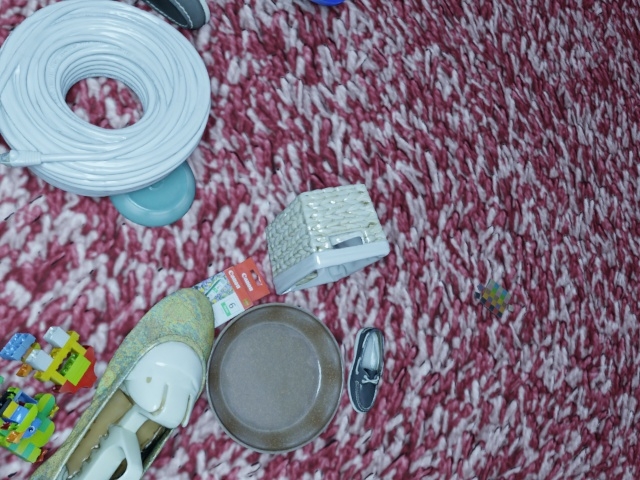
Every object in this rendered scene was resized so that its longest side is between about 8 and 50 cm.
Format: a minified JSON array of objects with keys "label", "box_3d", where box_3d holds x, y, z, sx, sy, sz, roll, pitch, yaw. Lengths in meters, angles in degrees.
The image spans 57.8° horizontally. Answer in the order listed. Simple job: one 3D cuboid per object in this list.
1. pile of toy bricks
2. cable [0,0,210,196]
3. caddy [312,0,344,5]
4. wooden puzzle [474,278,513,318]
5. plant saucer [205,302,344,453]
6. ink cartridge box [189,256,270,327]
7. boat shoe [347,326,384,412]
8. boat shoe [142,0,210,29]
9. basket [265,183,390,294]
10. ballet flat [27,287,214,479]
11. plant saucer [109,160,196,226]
[{"label":"pile of toy bricks","box_3d":[-0.339,0.206,0.643,0.105,0.118,0.212,57,42,-35]},{"label":"cable","box_3d":[-0.273,-0.179,0.735,0.257,0.089,0.257,10,69,-17]},{"label":"caddy","box_3d":[-0.041,-0.529,0.880,0.241,0.179,0.341,-33,94,-49]},{"label":"wooden puzzle","box_3d":[0.299,0.099,0.995,0.083,0.006,0.049,39,66,-12]},{"label":"plant saucer","box_3d":[-0.063,0.186,0.796,0.198,0.036,0.199,5,78,-23]},{"label":"ink cartridge box","box_3d":[-0.126,0.072,0.794,0.115,0.029,0.063,-29,92,-26]},{"label":"boat shoe","box_3d":[0.071,0.190,0.854,0.046,0.038,0.125,16,73,-21]},{"label":"boat shoe","box_3d":[-0.289,-0.398,0.755,0.095,0.112,0.335,-50,118,-15]},{"label":"basket","box_3d":[0.000,0.000,0.795,0.113,0.167,0.103,-11,78,-26]},{"label":"ballet flat","box_3d":[-0.214,0.214,0.659,0.123,0.123,0.348,39,72,-13]},{"label":"plant saucer","box_3d":[-0.226,-0.078,0.785,0.119,0.021,0.119,5,77,-24]}]
